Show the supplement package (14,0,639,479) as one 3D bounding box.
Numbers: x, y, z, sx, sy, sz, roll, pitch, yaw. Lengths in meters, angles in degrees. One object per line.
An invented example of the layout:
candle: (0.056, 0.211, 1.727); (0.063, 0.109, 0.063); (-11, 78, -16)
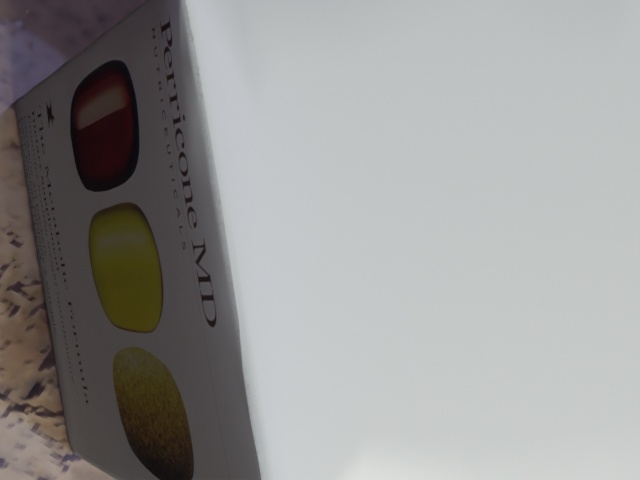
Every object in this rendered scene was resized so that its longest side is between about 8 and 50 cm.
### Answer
supplement package: (0.000, 0.000, 0.443); (0.134, 0.244, 0.139); (-10, 91, -20)
